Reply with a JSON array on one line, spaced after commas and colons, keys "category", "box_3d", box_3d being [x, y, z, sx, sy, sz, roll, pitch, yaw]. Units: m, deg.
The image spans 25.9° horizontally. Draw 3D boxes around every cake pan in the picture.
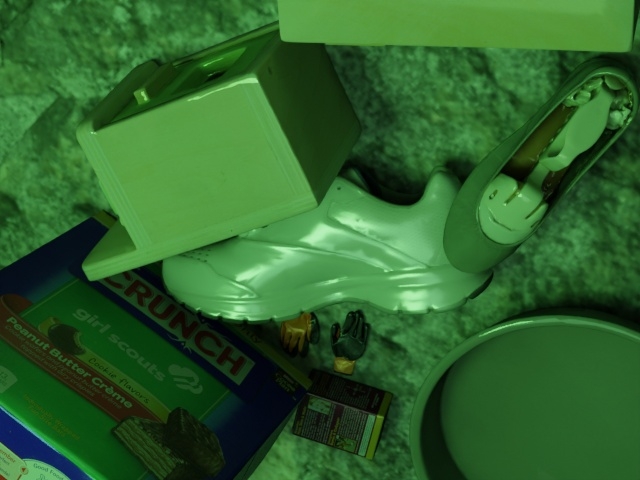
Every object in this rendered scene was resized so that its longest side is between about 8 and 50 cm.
[{"category": "cake pan", "box_3d": [0.229, 0.183, 1.275, 0.293, 0.054, 0.293, 7, 119, 13]}]

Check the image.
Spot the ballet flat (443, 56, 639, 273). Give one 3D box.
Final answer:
[{"category": "ballet flat", "box_3d": [0.174, -0.057, 1.115, 0.072, 0.068, 0.213, 37, 100, -10]}]

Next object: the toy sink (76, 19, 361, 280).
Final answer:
[{"category": "toy sink", "box_3d": [-0.108, -0.083, 1.175, 0.234, 0.153, 0.131, -17, 111, 25]}]

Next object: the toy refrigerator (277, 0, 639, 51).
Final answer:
[{"category": "toy refrigerator", "box_3d": [0.108, -0.201, 1.076, 0.269, 0.102, 0.094, 4, 119, 14]}]

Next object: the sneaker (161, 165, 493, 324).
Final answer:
[{"category": "sneaker", "box_3d": [0.000, 0.000, 1.230, 0.297, 0.111, 0.129, -6, 104, 12]}]

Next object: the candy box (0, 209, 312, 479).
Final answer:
[{"category": "candy box", "box_3d": [-0.183, 0.137, 1.195, 0.268, 0.317, 0.122, 38, 114, 5]}]

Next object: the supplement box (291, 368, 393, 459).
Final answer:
[{"category": "supplement box", "box_3d": [0.021, 0.166, 1.333, 0.083, 0.043, 0.055, 18, 120, 6]}]

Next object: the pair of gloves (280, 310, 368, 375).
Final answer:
[{"category": "pair of gloves", "box_3d": [0.003, 0.090, 1.317, 0.083, 0.010, 0.074, 17, 121, 7]}]
